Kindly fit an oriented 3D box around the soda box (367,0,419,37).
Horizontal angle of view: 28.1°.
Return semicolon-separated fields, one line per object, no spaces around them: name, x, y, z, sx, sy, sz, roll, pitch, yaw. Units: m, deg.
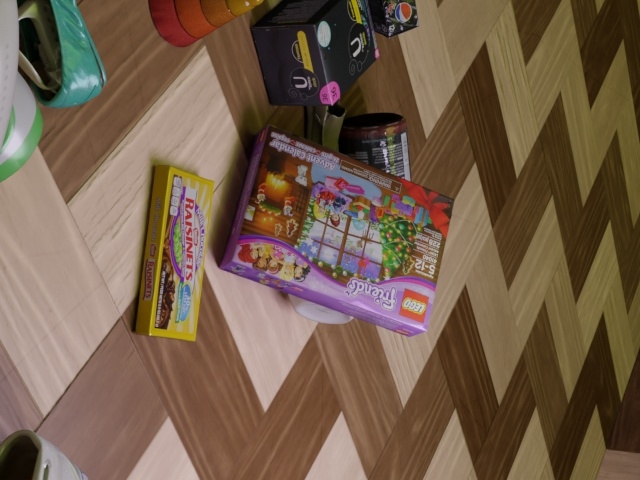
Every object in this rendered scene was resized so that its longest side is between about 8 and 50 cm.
soda box;0.077;-0.344;1.860;0.053;0.169;0.060;-22;118;-19

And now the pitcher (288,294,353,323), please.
pitcher;0.000;0.000;1.818;0.178;0.125;0.207;24;65;-31

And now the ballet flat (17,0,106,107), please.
ballet flat;-0.289;-0.244;1.289;0.087;0.083;0.247;-37;124;-38

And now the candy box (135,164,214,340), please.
candy box;-0.177;0.018;1.570;0.105;0.027;0.205;18;77;-64

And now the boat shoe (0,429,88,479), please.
boat shoe;-0.331;0.336;1.204;0.156;0.136;0.367;64;37;-42

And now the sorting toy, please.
sorting toy;-0.170;-0.357;1.446;0.365;0.126;0.127;53;47;-51

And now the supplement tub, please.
supplement tub;0.088;-0.091;1.965;0.106;0.106;0.197;-33;122;-56

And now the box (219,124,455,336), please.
box;0.028;-0.010;1.732;0.293;0.057;0.200;20;70;-18

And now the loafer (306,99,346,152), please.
loafer;0.009;-0.173;1.869;0.056;0.050;0.148;-38;125;-54

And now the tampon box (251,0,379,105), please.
tampon box;-0.004;-0.275;1.780;0.161;0.102;0.120;-52;136;-47

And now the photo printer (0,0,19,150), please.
photo printer;-0.378;-0.100;0.957;0.308;0.107;0.256;1;116;-44

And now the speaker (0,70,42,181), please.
speaker;-0.364;-0.169;1.102;0.296;0.131;0.131;54;47;-49
